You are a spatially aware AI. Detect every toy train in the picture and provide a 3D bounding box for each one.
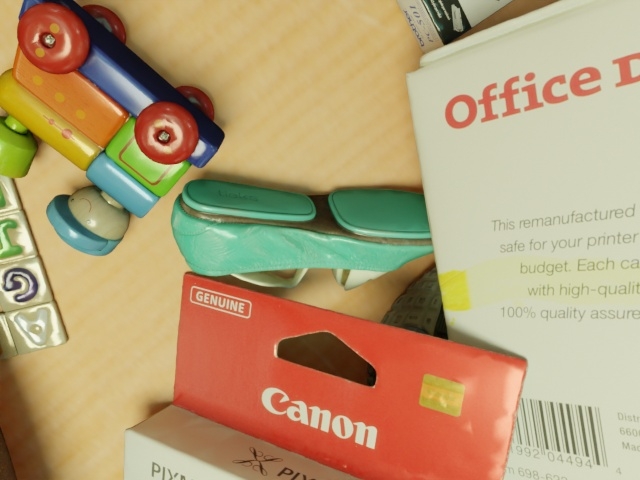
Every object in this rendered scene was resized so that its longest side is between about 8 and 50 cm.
[{"bbox_3d":[-0.205,-0.108,0.391,0.248,0.105,0.143,40,105,-17],"label":"toy train"}]

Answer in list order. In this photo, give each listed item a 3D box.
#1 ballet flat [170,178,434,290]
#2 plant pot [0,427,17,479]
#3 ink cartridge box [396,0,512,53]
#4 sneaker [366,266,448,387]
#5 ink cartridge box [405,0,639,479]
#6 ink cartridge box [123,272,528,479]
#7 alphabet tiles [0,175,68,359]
[{"bbox_3d":[0.000,0.000,0.473,0.248,0.083,0.087,3,126,-13],"label":"ballet flat"},{"bbox_3d":[-0.311,0.199,0.386,0.216,0.215,0.230,1,91,-13],"label":"plant pot"},{"bbox_3d":[0.080,-0.268,0.439,0.097,0.046,0.207,-34,107,-5],"label":"ink cartridge box"},{"bbox_3d":[0.112,0.169,0.505,0.129,0.111,0.297,10,89,-23],"label":"sneaker"},{"bbox_3d":[0.240,0.033,0.374,0.160,0.279,0.384,-13,95,-45],"label":"ink cartridge box"},{"bbox_3d":[-0.018,0.184,0.422,0.296,0.066,0.261,11,102,24],"label":"ink cartridge box"},{"bbox_3d":[-0.348,0.022,0.427,0.237,0.009,0.198,-14,105,-10],"label":"alphabet tiles"}]
